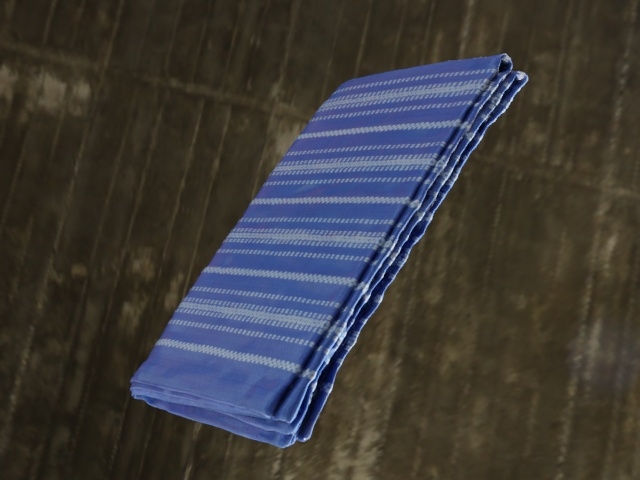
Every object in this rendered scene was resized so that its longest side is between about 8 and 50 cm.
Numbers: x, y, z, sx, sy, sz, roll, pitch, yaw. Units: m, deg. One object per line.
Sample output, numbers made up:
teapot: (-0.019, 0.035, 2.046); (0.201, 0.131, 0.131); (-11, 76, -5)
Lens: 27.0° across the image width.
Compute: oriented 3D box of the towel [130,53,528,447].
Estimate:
towel: (0.000, 0.000, 1.024); (0.040, 0.243, 0.336); (44, -111, -26)
